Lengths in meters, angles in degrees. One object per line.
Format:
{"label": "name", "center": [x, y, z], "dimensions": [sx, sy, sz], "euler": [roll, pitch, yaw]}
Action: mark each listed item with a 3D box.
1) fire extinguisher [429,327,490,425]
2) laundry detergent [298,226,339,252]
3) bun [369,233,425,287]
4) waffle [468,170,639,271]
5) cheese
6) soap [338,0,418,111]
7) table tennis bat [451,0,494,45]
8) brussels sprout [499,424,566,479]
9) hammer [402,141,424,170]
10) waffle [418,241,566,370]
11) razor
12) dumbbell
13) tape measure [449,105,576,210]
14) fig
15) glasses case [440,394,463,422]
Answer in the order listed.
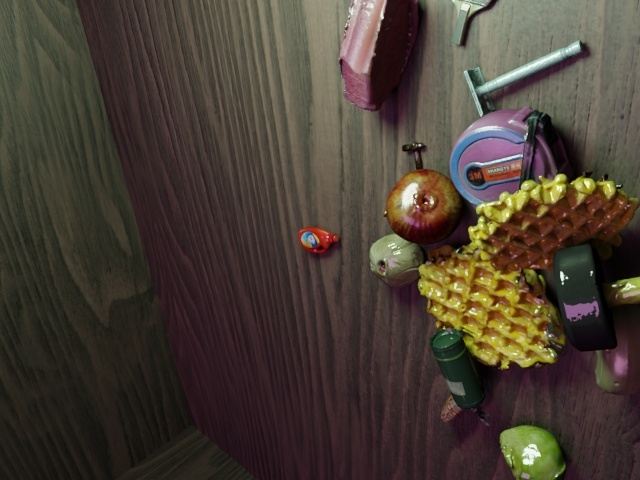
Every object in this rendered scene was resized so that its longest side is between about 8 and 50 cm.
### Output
{"label": "fire extinguisher", "center": [0.393, 0.383, 1.404], "dimensions": [0.118, 0.093, 0.294], "euler": [12, 131, 63]}
{"label": "laundry detergent", "center": [0.000, 0.000, 1.725], "dimensions": [0.165, 0.049, 0.097], "euler": [1, 120, 46]}
{"label": "bun", "center": [0.213, 0.063, 1.477], "dimensions": [0.167, 0.113, 0.173], "euler": [32, 135, 32]}
{"label": "waffle", "center": [0.465, -0.019, 1.040], "dimensions": [0.329, 0.330, 0.062], "euler": [121, 156, -47]}
{"label": "cheese", "center": [0.642, 0.223, 1.081], "dimensions": [0.091, 0.175, 0.202], "euler": [3, 89, 21]}
{"label": "soap", "center": [0.130, -0.452, 1.211], "dimensions": [0.112, 0.182, 0.289], "euler": [36, 129, 26]}
{"label": "table tennis bat", "center": [0.319, -0.531, 1.083], "dimensions": [0.130, 0.019, 0.220], "euler": [34, 132, 31]}
{"label": "brussels sprout", "center": [0.578, 0.581, 1.374], "dimensions": [0.131, 0.146, 0.183], "euler": [53, -169, -28]}
{"label": "hammer", "center": [0.262, -0.176, 1.359], "dimensions": [0.065, 0.021, 0.178], "euler": [8, 120, 45]}
{"label": "waffle", "center": [0.431, 0.172, 1.326], "dimensions": [0.380, 0.095, 0.381], "euler": [-19, 100, 52]}
{"label": "razor", "center": [0.420, -0.351, 1.054], "dimensions": [0.232, 0.068, 0.106], "euler": [-17, 100, 46]}
{"label": "dumbbell", "center": [0.614, 0.085, 0.919], "dimensions": [0.323, 0.204, 0.203], "euler": [-14, 102, 31]}
{"label": "tape measure", "center": [0.412, -0.161, 1.111], "dimensions": [0.232, 0.149, 0.245], "euler": [-5, 115, 46]}
{"label": "fig", "center": [0.259, -0.081, 1.295], "dimensions": [0.205, 0.205, 0.205], "euler": [26, 129, 36]}
{"label": "glasses case", "center": [0.415, 0.489, 1.543], "dimensions": [0.049, 0.073, 0.194], "euler": [37, 135, 17]}
